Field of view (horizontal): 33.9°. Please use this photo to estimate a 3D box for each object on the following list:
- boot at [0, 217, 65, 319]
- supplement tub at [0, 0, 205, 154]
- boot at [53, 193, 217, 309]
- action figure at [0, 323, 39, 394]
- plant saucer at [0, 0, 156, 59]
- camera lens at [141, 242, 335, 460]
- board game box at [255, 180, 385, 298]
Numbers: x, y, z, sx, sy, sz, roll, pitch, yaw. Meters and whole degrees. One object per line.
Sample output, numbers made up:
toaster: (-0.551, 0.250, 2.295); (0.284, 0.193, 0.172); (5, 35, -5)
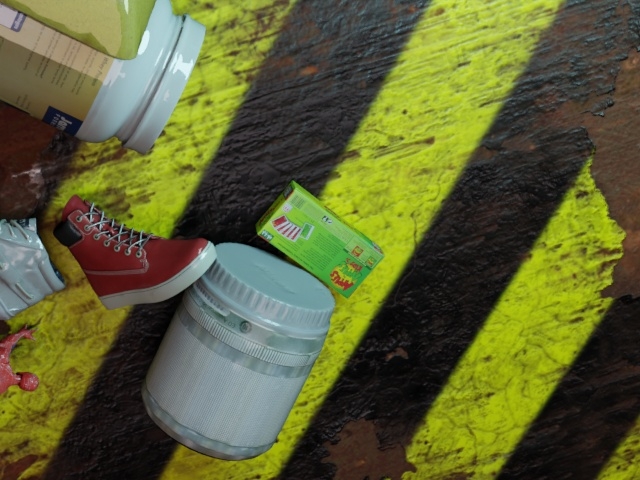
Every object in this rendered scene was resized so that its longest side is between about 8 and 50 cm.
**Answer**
boot: (-0.470, -0.012, 1.512); (0.123, 0.095, 0.258); (-27, 121, -5)
supplement tub: (-0.330, -0.263, 1.354); (0.316, 0.228, 0.228); (25, 105, -17)
boot: (-0.273, 0.000, 1.491); (0.244, 0.088, 0.176); (-15, 116, 38)
action figure: (-0.537, 0.159, 1.556); (0.280, 0.139, 0.091); (19, 102, 4)
plant saucer: (-0.326, -0.403, 1.246); (0.333, 0.332, 0.081); (25, 134, -17)
camera lens: (-0.124, 0.169, 1.558); (0.219, 0.219, 0.274); (21, 106, -16)
board game box: (0.000, 0.000, 1.609); (0.181, 0.043, 0.092); (37, 102, -19)
